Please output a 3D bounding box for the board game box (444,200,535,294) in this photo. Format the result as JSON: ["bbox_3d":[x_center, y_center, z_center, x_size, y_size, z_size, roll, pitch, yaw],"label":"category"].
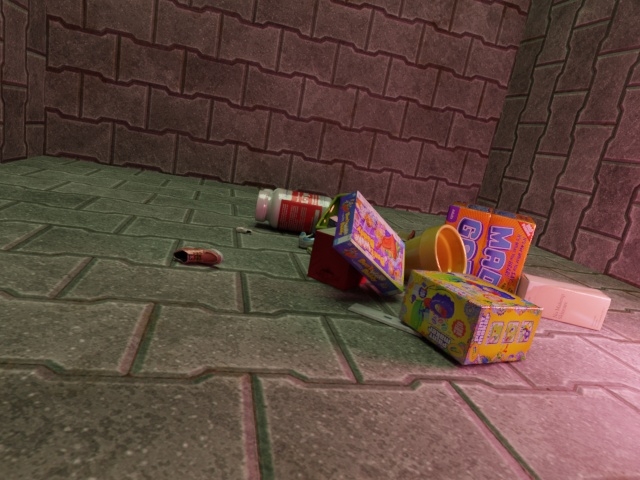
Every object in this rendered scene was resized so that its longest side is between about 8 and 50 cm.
[{"bbox_3d":[0.760,0.033,1.944,0.355,0.357,0.356,16,14,21],"label":"board game box"}]

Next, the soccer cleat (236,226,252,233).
[{"bbox_3d":[-0.388,-0.050,2.097,0.083,0.029,0.035,11,9,-17],"label":"soccer cleat"}]

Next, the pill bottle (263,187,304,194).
[{"bbox_3d":[-0.207,-0.225,2.612,0.333,0.188,0.188,13,14,12],"label":"pill bottle"}]

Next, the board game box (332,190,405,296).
[{"bbox_3d":[0.190,0.018,1.519,0.078,0.234,0.347,-20,-47,34],"label":"board game box"}]

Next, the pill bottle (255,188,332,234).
[{"bbox_3d":[-0.152,-0.163,2.317,0.406,0.229,0.229,9,14,-6],"label":"pill bottle"}]

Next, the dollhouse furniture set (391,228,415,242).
[{"bbox_3d":[0.315,0.061,2.027,0.201,0.152,0.374,17,32,21],"label":"dollhouse furniture set"}]

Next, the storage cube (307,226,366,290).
[{"bbox_3d":[0.085,0.065,1.642,0.183,0.193,0.214,19,15,31],"label":"storage cube"}]

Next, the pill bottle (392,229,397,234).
[{"bbox_3d":[0.255,0.055,1.778,0.119,0.209,0.119,10,14,-2],"label":"pill bottle"}]

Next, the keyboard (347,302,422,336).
[{"bbox_3d":[0.217,0.257,1.352,0.255,0.014,0.072,17,10,24],"label":"keyboard"}]

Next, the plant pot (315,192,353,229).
[{"bbox_3d":[0.144,-0.094,2.143,0.207,0.227,0.228,38,-10,-19],"label":"plant pot"}]

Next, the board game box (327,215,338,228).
[{"bbox_3d":[0.084,0.012,1.805,0.146,0.194,0.045,33,33,34],"label":"board game box"}]

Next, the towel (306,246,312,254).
[{"bbox_3d":[0.004,0.062,1.947,0.109,0.027,0.148,4,15,-22],"label":"towel"}]

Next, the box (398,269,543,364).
[{"bbox_3d":[0.453,0.227,1.274,0.278,0.177,0.290,6,14,-30],"label":"box"}]

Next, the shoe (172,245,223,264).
[{"bbox_3d":[-0.455,0.061,1.527,0.177,0.064,0.081,10,14,18],"label":"shoe"}]

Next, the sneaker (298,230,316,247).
[{"bbox_3d":[0.000,0.000,2.075,0.237,0.086,0.085,3,14,-33],"label":"sneaker"}]

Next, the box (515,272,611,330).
[{"bbox_3d":[0.981,0.248,1.696,0.310,0.148,0.121,11,14,9],"label":"box"}]

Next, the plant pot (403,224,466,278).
[{"bbox_3d":[0.459,0.075,1.772,0.253,0.254,0.238,-2,-7,-43],"label":"plant pot"}]
